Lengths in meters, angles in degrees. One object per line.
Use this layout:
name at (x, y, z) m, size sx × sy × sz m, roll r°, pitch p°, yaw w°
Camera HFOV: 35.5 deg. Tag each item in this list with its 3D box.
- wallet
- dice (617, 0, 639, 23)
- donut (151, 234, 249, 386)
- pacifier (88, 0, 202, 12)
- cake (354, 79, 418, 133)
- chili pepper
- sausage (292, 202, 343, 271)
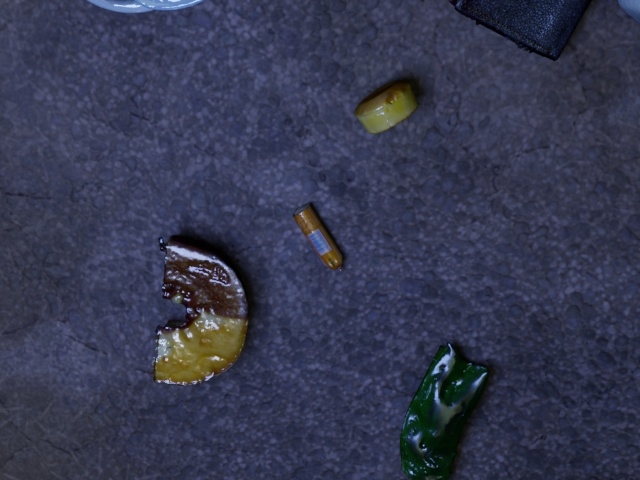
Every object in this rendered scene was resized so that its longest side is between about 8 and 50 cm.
wallet at (0.270, -0.340, 1.183) m, size 0.071 × 0.262 × 0.221 m, roll 42°, pitch 110°, yaw 29°
dice at (0.551, -0.335, 1.142) m, size 0.304 × 0.277 × 0.304 m, roll 28°, pitch 104°, yaw -4°
donut at (-0.167, 0.098, 1.406) m, size 0.141 × 0.085 × 0.217 m, roll 12°, pitch 108°, yaw -1°
pacifier at (-0.245, -0.386, 1.187) m, size 0.299 × 0.233 × 0.244 m, roll 29°, pitch 109°, yaw -5°
cake at (0.086, -0.176, 1.311) m, size 0.084 × 0.084 × 0.044 m, roll -29°, pitch 105°, yaw 11°
chili pepper at (0.175, 0.255, 1.449) m, size 0.098 × 0.061 × 0.224 m, roll 17°, pitch 109°, yaw 5°
sausage at (0.000, 0.000, 1.396) m, size 0.031 × 0.031 × 0.107 m, roll -29°, pitch 104°, yaw 11°
